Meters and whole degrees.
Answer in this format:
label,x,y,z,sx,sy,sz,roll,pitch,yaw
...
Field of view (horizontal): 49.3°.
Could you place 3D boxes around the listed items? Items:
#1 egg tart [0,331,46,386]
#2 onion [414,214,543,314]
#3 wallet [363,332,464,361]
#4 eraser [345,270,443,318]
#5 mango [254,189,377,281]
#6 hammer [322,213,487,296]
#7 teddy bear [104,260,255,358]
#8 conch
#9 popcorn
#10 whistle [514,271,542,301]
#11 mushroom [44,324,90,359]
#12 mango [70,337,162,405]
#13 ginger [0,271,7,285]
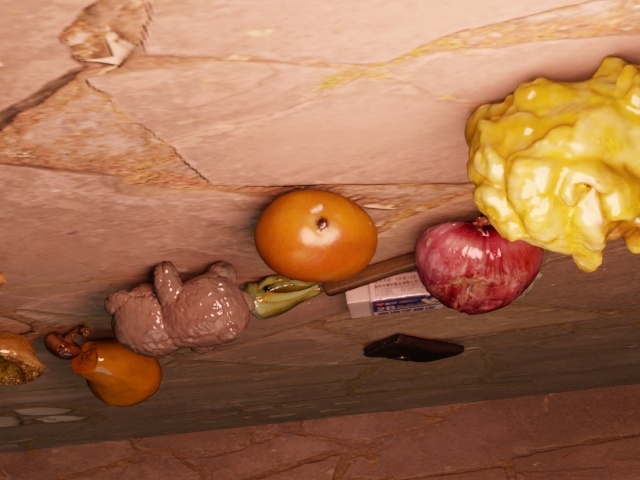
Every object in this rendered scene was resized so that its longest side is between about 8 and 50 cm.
label,x,y,z,sx,sy,sz,roll,pitch,yaw
egg tart,-0.747,0.263,1.593,0.232,0.098,0.252,9,149,-19
onion,0.286,0.072,1.266,0.227,0.120,0.283,-1,152,10
wallet,0.280,0.331,2.105,0.310,0.042,0.165,15,148,-41
eraser,0.163,0.119,1.535,0.210,0.067,0.124,-8,158,5
mango,0.005,-0.001,1.119,0.176,0.139,0.255,-5,168,28
hammer,0.201,0.040,1.385,0.440,0.044,0.168,-19,155,27
teddy bear,-0.265,0.142,1.342,0.267,0.151,0.235,-10,128,19
conch,-0.097,0.112,1.437,0.201,0.079,0.094,-23,145,-5
popcorn,0.309,-0.088,0.868,0.250,0.241,0.235,-7,160,9
whistle,0.362,0.083,1.466,0.253,0.105,0.101,6,125,-29
mushroom,-0.577,0.234,1.593,0.130,0.072,0.088,-26,124,35
mango,-0.501,0.334,1.762,0.187,0.143,0.359,-8,155,-6
ginger,-0.600,0.064,1.196,0.096,0.067,0.165,15,162,-42
